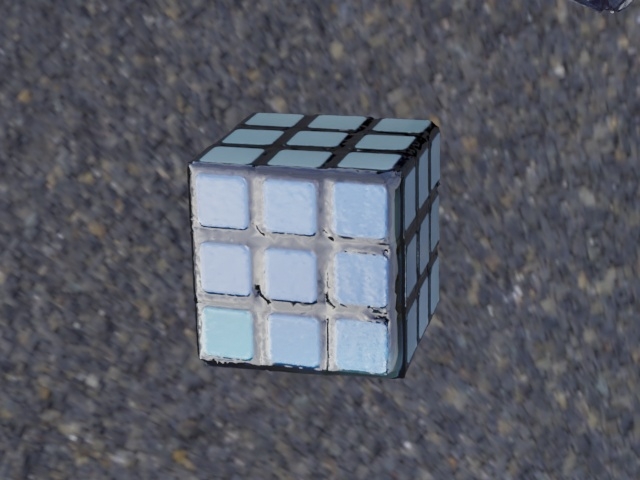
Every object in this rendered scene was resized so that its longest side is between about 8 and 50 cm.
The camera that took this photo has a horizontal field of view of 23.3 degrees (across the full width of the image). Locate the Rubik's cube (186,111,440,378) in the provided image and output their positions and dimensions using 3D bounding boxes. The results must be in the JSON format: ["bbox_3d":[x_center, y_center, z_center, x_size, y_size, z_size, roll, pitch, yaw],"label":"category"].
[{"bbox_3d":[0.000,0.000,1.170,0.162,0.163,0.160,3,109,13],"label":"Rubik's cube"}]

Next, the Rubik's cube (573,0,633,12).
[{"bbox_3d":[0.317,-0.507,1.912,0.310,0.305,0.307,-45,37,42],"label":"Rubik's cube"}]
